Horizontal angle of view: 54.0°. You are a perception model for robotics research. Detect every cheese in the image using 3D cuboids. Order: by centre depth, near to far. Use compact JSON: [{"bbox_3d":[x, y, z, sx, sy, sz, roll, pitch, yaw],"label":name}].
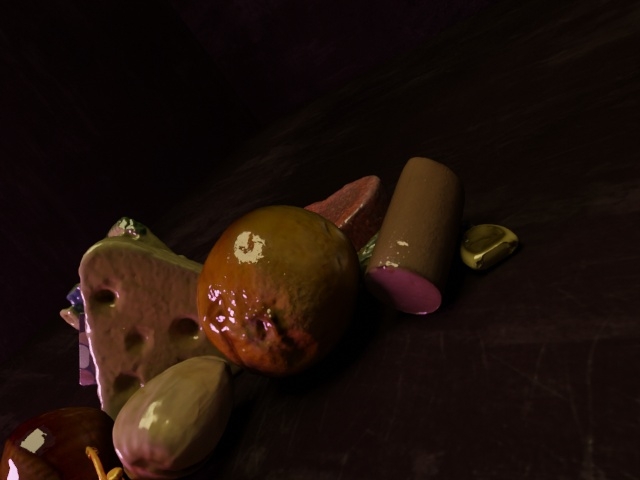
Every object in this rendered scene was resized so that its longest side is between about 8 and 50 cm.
[{"bbox_3d":[0.250,-0.003,1.003,0.086,0.036,0.162,-35,19,4],"label":"cheese"},{"bbox_3d":[-0.296,0.203,1.187,0.384,0.384,0.104,-40,13,-7],"label":"cheese"}]

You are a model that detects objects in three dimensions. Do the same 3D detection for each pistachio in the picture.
[{"bbox_3d":[-0.223,0.281,1.000,0.157,0.157,0.229,-23,16,36],"label":"pistachio"}]

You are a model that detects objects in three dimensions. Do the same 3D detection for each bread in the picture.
[{"bbox_3d":[0.123,0.021,1.132,0.156,0.064,0.117,-38,17,-6],"label":"bread"}]

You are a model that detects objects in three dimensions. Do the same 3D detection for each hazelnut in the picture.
[{"bbox_3d":[-0.428,0.392,1.054,0.230,0.229,0.229,-33,19,13],"label":"hazelnut"}]

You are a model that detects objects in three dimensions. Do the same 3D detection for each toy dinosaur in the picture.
[{"bbox_3d":[-0.267,0.389,0.891,0.070,0.117,0.288,-34,30,-31],"label":"toy dinosaur"}]

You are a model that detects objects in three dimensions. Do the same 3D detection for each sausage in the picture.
[{"bbox_3d":[0.158,-0.014,0.999,0.123,0.123,0.252,-19,37,43],"label":"sausage"}]

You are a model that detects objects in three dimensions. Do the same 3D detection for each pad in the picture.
[{"bbox_3d":[-0.407,0.228,1.348,0.235,0.158,0.003,-3,-5,6],"label":"pad"}]

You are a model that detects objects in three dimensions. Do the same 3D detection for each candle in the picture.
[{"bbox_3d":[0.000,0.000,1.311,0.317,0.131,0.287,-25,25,35],"label":"candle"}]

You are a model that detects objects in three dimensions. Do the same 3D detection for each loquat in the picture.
[{"bbox_3d":[-0.057,0.082,1.040,0.276,0.275,0.284,-30,-2,21],"label":"loquat"}]

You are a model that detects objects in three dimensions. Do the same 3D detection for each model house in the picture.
[{"bbox_3d":[-0.461,0.155,1.511,0.261,0.321,0.266,-27,21,46],"label":"model house"}]
